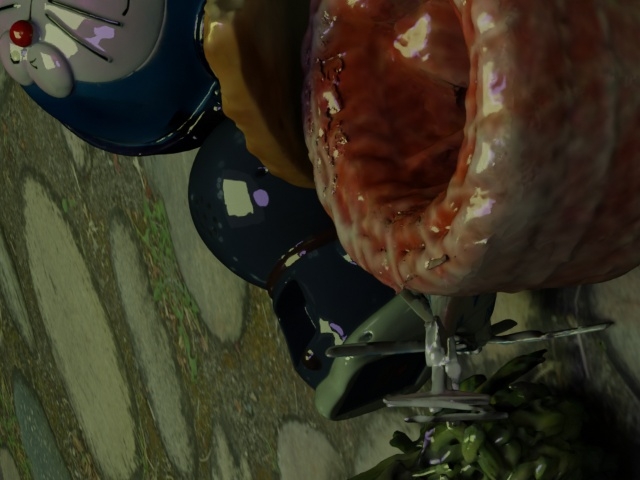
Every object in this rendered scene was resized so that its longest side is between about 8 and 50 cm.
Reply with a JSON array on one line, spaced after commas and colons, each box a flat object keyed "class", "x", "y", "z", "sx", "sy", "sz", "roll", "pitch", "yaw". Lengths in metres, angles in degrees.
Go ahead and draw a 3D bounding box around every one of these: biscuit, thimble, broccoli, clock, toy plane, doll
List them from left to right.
[{"class": "doll", "x": -0.147, "y": -0.222, "z": 1.532, "sx": 0.284, "sy": 0.240, "sz": 0.310, "roll": 12, "pitch": 101, "yaw": 38}, {"class": "clock", "x": 0.000, "y": 0.000, "z": 1.442, "sx": 0.243, "sy": 0.146, "sz": 0.199, "roll": 58, "pitch": 153, "yaw": 20}, {"class": "biscuit", "x": 0.005, "y": -0.145, "z": 1.233, "sx": 0.040, "sy": 0.309, "sz": 0.205, "roll": -1, "pitch": 128, "yaw": 25}, {"class": "broccoli", "x": 0.071, "y": 0.179, "z": 1.219, "sx": 0.198, "sy": 0.274, "sz": 0.177, "roll": -23, "pitch": 80, "yaw": 55}, {"class": "toy plane", "x": 0.074, "y": 0.036, "z": 1.203, "sx": 0.182, "sy": 0.273, "sz": 0.107, "roll": 0, "pitch": 101, "yaw": 28}, {"class": "thimble", "x": 0.102, "y": -0.088, "z": 1.090, "sx": 0.239, "sy": 0.162, "sz": 0.239, "roll": 4, "pitch": 95, "yaw": 61}]
